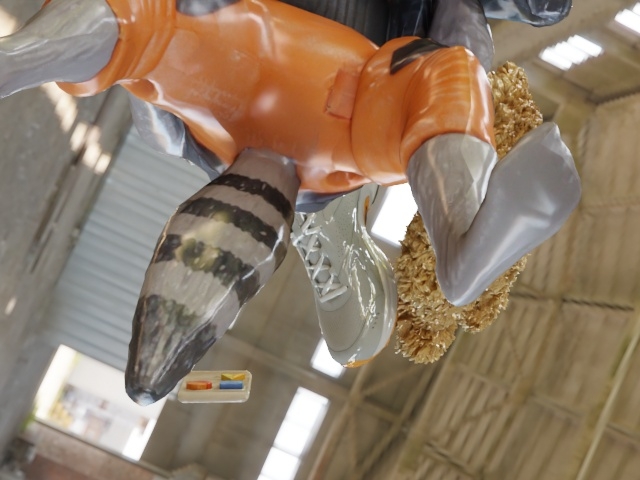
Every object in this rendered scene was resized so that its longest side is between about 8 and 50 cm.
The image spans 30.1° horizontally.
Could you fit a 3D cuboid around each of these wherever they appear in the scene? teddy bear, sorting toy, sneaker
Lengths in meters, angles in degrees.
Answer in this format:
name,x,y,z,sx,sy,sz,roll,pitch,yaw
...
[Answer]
name,x,y,z,sx,sy,sz,roll,pitch,yaw
teddy bear,0.167,-0.009,1.217,0.113,0.245,0.338,43,-56,35
sorting toy,-0.098,0.116,0.966,0.062,0.083,0.012,-95,-175,-78
sneaker,0.000,0.000,1.208,0.099,0.121,0.262,-24,-116,37

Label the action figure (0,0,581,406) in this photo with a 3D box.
name,x,y,z,sx,sy,sz,roll,pitch,yaw
action figure,-0.063,-0.068,0.505,0.330,0.341,0.178,-71,169,-80
